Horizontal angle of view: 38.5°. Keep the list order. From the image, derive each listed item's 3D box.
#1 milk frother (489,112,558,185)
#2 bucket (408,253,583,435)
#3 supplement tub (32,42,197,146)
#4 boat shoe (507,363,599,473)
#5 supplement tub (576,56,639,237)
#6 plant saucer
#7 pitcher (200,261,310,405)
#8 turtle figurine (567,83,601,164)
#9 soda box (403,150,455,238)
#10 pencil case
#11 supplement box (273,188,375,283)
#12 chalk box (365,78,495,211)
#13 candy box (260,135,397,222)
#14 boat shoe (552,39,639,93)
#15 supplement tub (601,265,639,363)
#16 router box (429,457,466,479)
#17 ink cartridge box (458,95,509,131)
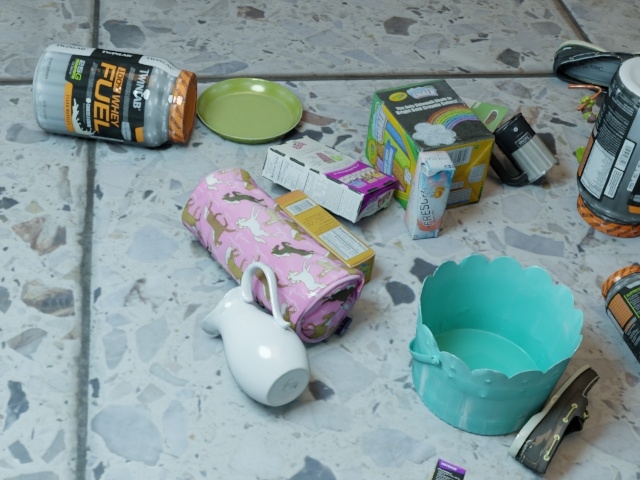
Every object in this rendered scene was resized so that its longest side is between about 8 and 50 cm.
[{"bbox_3d":[0.434,-0.196,2.034,0.135,0.129,0.143,51,17,-4],"label":"milk frother"},{"bbox_3d":[0.282,0.175,1.538,0.281,0.183,0.281,4,42,-4],"label":"bucket"},{"bbox_3d":[-0.432,-0.306,1.953,0.315,0.194,0.194,8,42,1],"label":"supplement tub"},{"bbox_3d":[0.398,0.293,1.506,0.068,0.081,0.227,36,57,24],"label":"boat shoe"},{"bbox_3d":[0.648,-0.182,1.861,0.207,0.338,0.207,4,43,-4],"label":"supplement tub"},{"bbox_3d":[-0.162,-0.290,2.088,0.240,0.037,0.241,4,43,-4],"label":"plant saucer"},{"bbox_3d":[-0.095,0.153,1.516,0.125,0.178,0.207,4,33,-43],"label":"pitcher"},{"bbox_3d":[0.665,-0.250,2.124,0.269,0.087,0.217,30,54,11],"label":"turtle figurine"},{"bbox_3d":[0.214,-0.088,1.813,0.058,0.183,0.063,-6,45,-14],"label":"soda box"},{"bbox_3d":[-0.091,0.018,1.678,0.386,0.160,0.167,41,13,32],"label":"pencil case"},{"bbox_3d":[0.000,0.000,1.767,0.080,0.078,0.233,-23,51,-33],"label":"supplement box"},{"bbox_3d":[0.213,-0.219,1.963,0.180,0.179,0.289,-12,45,-19],"label":"chalk box"},{"bbox_3d":[0.018,-0.129,1.881,0.233,0.071,0.159,29,27,21],"label":"candy box"},{"bbox_3d":[0.740,-0.410,2.280,0.340,0.127,0.113,23,46,19],"label":"boat shoe"},{"bbox_3d":[0.596,0.143,1.665,0.117,0.117,0.190,-6,45,-15],"label":"supplement tub"},{"bbox_3d":[0.146,0.408,1.267,0.046,0.179,0.133,21,43,11],"label":"router box"},{"bbox_3d":[0.314,-0.277,2.102,0.209,0.062,0.109,18,43,23],"label":"ink cartridge box"}]
